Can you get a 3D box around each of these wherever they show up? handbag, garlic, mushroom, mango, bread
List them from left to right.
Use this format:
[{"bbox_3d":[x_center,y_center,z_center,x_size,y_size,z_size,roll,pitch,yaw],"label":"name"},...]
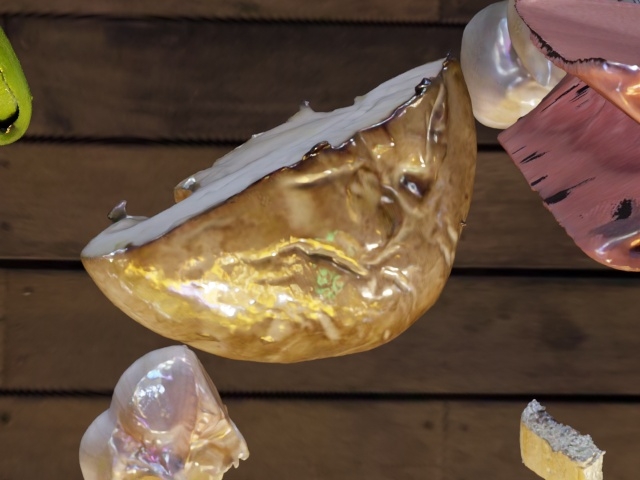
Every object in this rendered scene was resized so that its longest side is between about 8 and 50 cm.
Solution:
[{"bbox_3d":[-0.237,-0.126,0.922,0.074,0.091,0.165,-51,132,-11],"label":"mango"},{"bbox_3d":[-0.143,0.172,1.263,0.174,0.099,0.124,-43,80,25],"label":"garlic"},{"bbox_3d":[0.000,0.000,0.918,0.286,0.156,0.151,-30,105,-26],"label":"mushroom"},{"bbox_3d":[0.195,0.176,1.186,0.035,0.083,0.070,-34,135,-24],"label":"bread"},{"bbox_3d":[0.248,-0.195,1.324,0.325,0.279,0.132,-22,84,-40],"label":"garlic"},{"bbox_3d":[0.141,-0.038,0.455,0.157,0.212,0.059,3,104,0],"label":"handbag"}]

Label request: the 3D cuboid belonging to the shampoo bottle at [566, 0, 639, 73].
[{"bbox_3d":[0.250,-0.181,0.959,0.056,0.227,0.086,17,43,-30],"label":"shampoo bottle"}]
